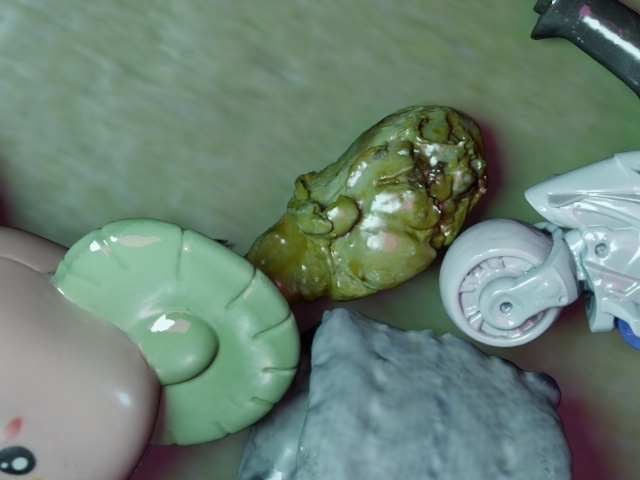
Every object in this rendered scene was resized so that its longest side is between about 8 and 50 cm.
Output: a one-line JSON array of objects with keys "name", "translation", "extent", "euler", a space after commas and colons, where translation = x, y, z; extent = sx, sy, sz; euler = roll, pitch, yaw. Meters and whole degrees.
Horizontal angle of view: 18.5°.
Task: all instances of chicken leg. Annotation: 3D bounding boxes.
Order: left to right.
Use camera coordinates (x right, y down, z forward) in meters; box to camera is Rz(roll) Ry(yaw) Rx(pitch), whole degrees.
[{"name": "chicken leg", "translation": [0.000, 0.000, 1.129], "extent": [0.228, 0.103, 0.088], "euler": [-31, 119, -2]}]

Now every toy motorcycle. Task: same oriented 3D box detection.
[{"name": "toy motorcycle", "translation": [0.190, -0.001, 1.086], "extent": [0.254, 0.112, 0.112], "euler": [-9, 97, 7]}]

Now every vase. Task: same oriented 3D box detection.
[{"name": "vase", "translation": [0.207, -0.096, 1.157], "extent": [0.183, 0.120, 0.120], "euler": [35, 89, 5]}]

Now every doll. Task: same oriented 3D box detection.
[{"name": "doll", "translation": [-0.174, 0.060, 1.068], "extent": [0.268, 0.216, 0.284], "euler": [33, 121, -27]}]

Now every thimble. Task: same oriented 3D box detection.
[{"name": "thimble", "translation": [0.030, 0.170, 1.091], "extent": [0.157, 0.217, 0.245], "euler": [22, 71, -12]}]
